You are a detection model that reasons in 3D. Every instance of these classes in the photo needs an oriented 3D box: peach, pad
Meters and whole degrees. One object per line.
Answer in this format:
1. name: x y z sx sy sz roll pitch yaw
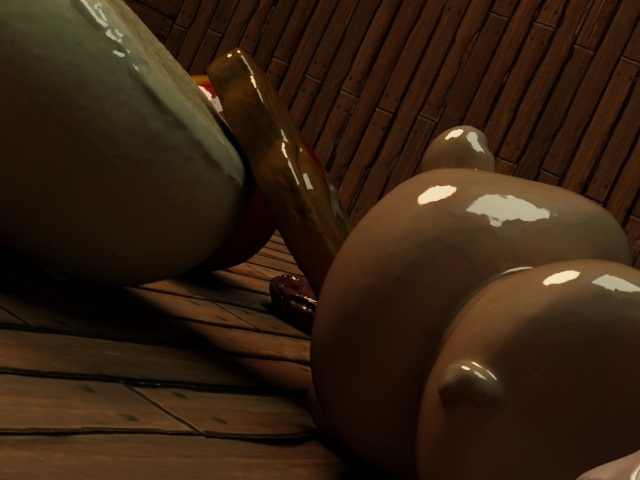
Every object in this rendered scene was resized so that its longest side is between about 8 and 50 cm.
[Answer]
1. peach: -0.110 -0.059 1.168 0.197 0.197 0.197 25 4 -2
2. pad: -0.255 -0.004 0.824 0.188 0.006 0.113 25 3 -16

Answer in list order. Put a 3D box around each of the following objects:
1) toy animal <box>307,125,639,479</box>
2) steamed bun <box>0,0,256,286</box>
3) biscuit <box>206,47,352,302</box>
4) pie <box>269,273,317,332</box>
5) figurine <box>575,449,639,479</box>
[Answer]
1. toy animal: 0.099 0.074 0.668 0.229 0.210 0.221 32 10 6
2. steamed bun: -0.182 -0.081 0.856 0.283 0.177 0.283 50 2 -3
3. biscuit: 0.003 -0.002 0.873 0.295 0.044 0.186 63 3 -2
4. pie: 0.014 0.073 1.192 0.153 0.038 0.153 23 7 -3
5. figurine: 0.186 0.166 0.363 0.276 0.133 0.200 26 1 8
